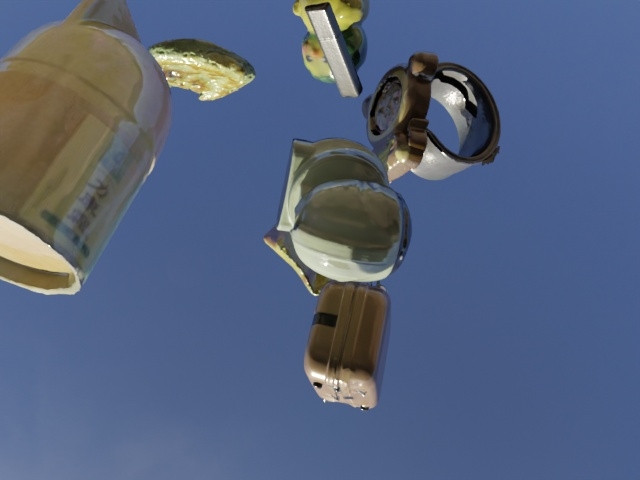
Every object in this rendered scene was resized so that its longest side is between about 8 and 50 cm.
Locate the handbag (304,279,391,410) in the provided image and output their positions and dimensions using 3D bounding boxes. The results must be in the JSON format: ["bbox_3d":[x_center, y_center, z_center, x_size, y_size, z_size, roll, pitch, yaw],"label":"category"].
[{"bbox_3d":[0.070,0.188,1.122,0.149,0.302,0.283,10,-114,13],"label":"handbag"}]

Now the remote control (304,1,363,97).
[{"bbox_3d":[0.032,-0.417,1.212,0.063,0.245,0.025,5,-121,28],"label":"remote control"}]

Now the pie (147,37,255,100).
[{"bbox_3d":[-0.303,-0.415,1.336,0.302,0.302,0.067,4,-93,3],"label":"pie"}]

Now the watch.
[{"bbox_3d":[0.306,-0.295,1.460,0.327,0.314,0.335,12,-108,-22],"label":"watch"}]

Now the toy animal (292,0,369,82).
[{"bbox_3d":[0.044,-0.603,1.481,0.216,0.338,0.191,20,-143,38],"label":"toy animal"}]

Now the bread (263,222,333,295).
[{"bbox_3d":[0.000,0.000,1.517,0.233,0.361,0.245,39,-92,-10],"label":"bread"}]

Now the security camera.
[{"bbox_3d":[0.039,-0.041,0.866,0.191,0.277,0.197,9,-67,-12],"label":"security camera"}]

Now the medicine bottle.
[{"bbox_3d":[-0.343,-0.155,0.754,0.235,0.236,0.406,15,-121,6],"label":"medicine bottle"}]
